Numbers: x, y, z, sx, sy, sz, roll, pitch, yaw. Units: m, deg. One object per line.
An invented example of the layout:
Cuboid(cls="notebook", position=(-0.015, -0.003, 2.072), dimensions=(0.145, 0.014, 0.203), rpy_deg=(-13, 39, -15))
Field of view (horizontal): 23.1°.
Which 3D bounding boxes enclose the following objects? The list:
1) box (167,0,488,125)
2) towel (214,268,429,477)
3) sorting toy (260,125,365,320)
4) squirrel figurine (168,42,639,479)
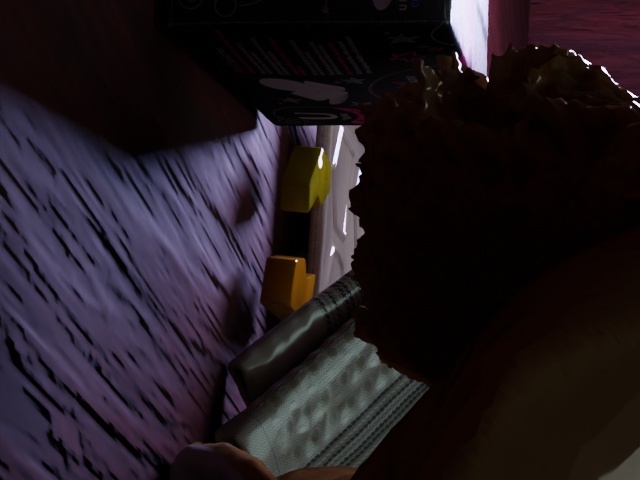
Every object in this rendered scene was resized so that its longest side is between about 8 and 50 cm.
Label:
Cuboid(cls="box", position=(0.015, -0.163, 0.858), dimensions=(0.247, 0.142, 0.163), rpy_deg=(35, 56, -78))
Cuboid(cls="towel", position=(0.066, 0.150, 1.020), dimensions=(0.324, 0.056, 0.312), rpy_deg=(-40, 126, -38))
Cuboid(cls="sorting toy", position=(0.000, 0.000, 1.094), dimensions=(0.307, 0.041, 0.229), rpy_deg=(53, 45, -73))
Cuboid(cls="squirrel figurine", position=(0.090, 0.110, 0.691), dimensions=(0.370, 0.281, 0.397), rpy_deg=(-27, -142, 61))
